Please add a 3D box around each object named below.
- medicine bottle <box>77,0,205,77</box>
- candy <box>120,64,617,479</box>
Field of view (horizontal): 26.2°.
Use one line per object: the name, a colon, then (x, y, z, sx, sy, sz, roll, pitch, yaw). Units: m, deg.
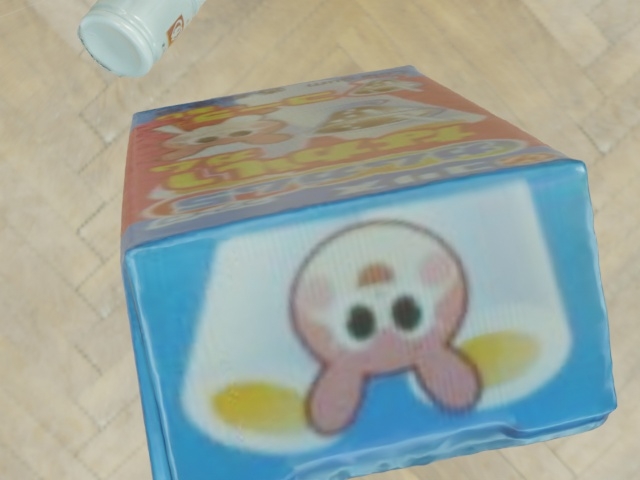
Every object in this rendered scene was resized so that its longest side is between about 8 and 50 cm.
medicine bottle: (-0.116, -0.158, 0.929, 0.057, 0.057, 0.089, 40, 60, -13)
candy: (0.000, -0.001, 0.580, 0.157, 0.306, 0.100, -10, 105, -4)
